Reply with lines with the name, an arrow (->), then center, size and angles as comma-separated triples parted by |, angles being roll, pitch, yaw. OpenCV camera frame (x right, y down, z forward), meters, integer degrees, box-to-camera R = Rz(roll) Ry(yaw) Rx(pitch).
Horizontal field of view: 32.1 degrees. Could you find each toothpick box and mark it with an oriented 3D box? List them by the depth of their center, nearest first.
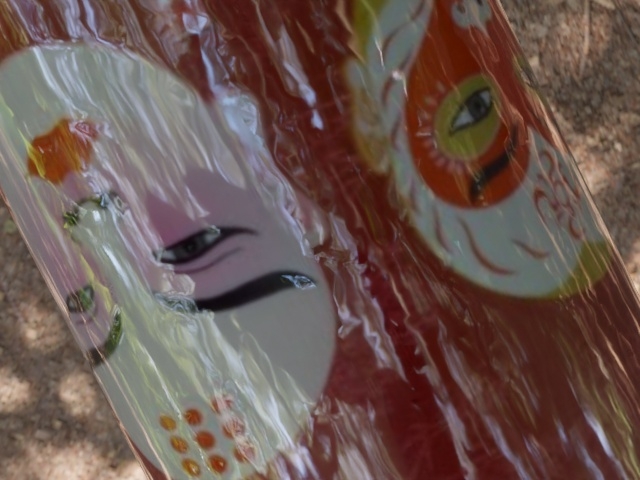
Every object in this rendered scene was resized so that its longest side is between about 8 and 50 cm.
toothpick box -> 0.000, 0.000, 0.426 | 0.204, 0.204, 0.333 | -26, 93, 18
